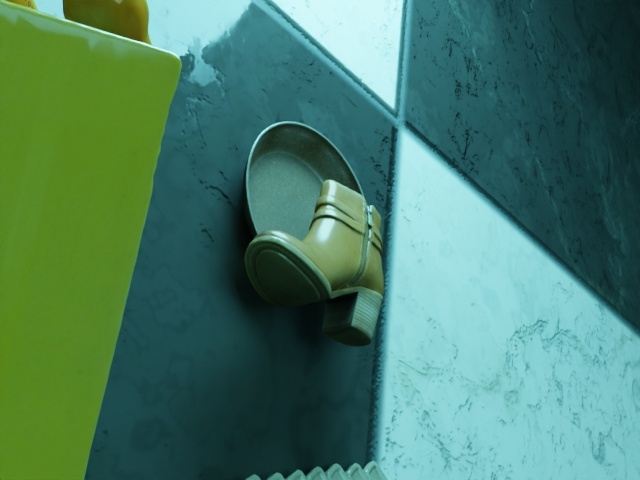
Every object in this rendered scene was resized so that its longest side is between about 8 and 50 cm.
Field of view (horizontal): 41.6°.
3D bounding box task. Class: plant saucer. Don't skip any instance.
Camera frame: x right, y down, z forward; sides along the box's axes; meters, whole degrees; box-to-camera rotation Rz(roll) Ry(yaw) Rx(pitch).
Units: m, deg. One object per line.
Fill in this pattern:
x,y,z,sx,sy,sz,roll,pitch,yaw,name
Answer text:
-0.019,-0.029,0.906,0.199,0.036,0.198,25,55,-43,plant saucer

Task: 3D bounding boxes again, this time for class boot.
0.000,0.000,0.832,0.197,0.073,0.152,46,44,-46,boot

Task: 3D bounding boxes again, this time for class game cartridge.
-0.234,0.029,0.409,0.285,0.053,0.323,10,97,-39,game cartridge

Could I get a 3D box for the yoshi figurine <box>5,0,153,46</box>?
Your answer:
-0.250,-0.059,0.527,0.203,0.203,0.362,33,51,-18,yoshi figurine

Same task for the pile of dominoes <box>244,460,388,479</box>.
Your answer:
0.017,0.315,0.801,0.251,0.040,0.196,12,52,-53,pile of dominoes
